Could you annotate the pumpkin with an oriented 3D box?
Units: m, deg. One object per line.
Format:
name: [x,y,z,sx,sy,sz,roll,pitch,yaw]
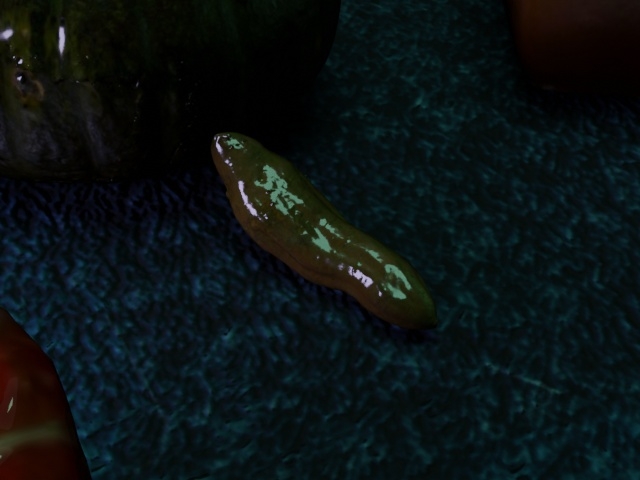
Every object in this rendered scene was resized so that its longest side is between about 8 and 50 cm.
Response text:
pumpkin: [-0.140,-0.173,1.005,0.320,0.192,0.320,3,43,-3]

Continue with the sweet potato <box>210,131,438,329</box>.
sweet potato: [0.001,0.000,0.924,0.182,0.054,0.053,38,13,16]

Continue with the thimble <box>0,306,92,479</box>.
thimble: [-0.257,0.167,0.604,0.350,0.231,0.350,2,41,-1]

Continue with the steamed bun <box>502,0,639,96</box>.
steamed bun: [0.244,-0.294,1.114,0.235,0.248,0.379,5,44,4]
